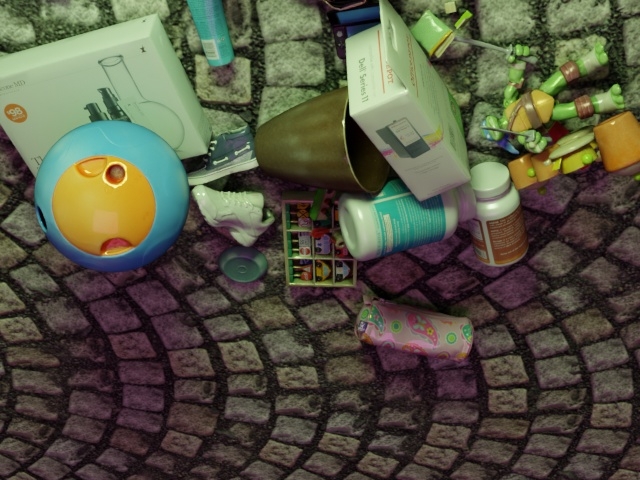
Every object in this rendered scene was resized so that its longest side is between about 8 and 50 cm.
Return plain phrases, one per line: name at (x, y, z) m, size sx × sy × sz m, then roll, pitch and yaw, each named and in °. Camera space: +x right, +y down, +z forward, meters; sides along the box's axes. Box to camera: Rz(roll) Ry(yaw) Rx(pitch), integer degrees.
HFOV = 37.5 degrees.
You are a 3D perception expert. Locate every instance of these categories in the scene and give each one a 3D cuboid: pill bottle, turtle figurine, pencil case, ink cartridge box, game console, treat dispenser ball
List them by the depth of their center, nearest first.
ink cartridge box at (0.147, -0.260, 1.738) m, size 0.119 × 0.207 × 0.353 m, roll -20°, pitch 139°, yaw 23°
game console at (0.081, -0.388, 1.747) m, size 0.122 × 0.071 × 0.107 m, roll -6°, pitch 114°, yaw 10°
turtle figurine at (0.414, -0.272, 1.759) m, size 0.266 × 0.198 × 0.275 m, roll -21°, pitch 132°, yaw 14°
treat dispenser ball at (-0.391, -0.083, 1.782) m, size 0.288 × 0.288 × 0.288 m, roll 1°, pitch 133°, yaw 2°
pill bottle at (0.179, -0.056, 1.918) m, size 0.264 × 0.146 × 0.146 m, roll -14°, pitch 134°, yaw -14°
pill bottle at (0.371, -0.057, 2.008) m, size 0.121 × 0.121 × 0.216 m, roll -10°, pitch 131°, yaw 12°
pencil case at (0.222, 0.210, 2.264) m, size 0.284 × 0.124 × 0.124 m, roll 14°, pitch 132°, yaw -8°

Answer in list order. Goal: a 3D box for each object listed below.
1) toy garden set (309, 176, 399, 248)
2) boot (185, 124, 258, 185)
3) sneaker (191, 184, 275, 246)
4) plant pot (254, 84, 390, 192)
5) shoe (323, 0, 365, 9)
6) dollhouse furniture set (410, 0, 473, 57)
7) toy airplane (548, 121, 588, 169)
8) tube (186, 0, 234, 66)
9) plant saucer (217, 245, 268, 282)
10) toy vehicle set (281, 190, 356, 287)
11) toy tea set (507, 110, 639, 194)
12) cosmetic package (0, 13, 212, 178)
toy garden set at (0.096, -0.045, 2.028) m, size 0.244 × 0.049 × 0.204 m, roll -1°, pitch 135°, yaw -22°
boot at (-0.215, -0.180, 1.974) m, size 0.189 × 0.069 × 0.086 m, roll -16°, pitch 113°, yaw 16°
sneaker at (-0.184, -0.077, 2.035) m, size 0.115 × 0.090 × 0.232 m, roll -36°, pitch 147°, yaw 14°
plant pot at (-0.006, -0.192, 1.869) m, size 0.230 × 0.215 × 0.215 m, roll -4°, pitch 135°, yaw 28°
shoe at (0.000, -0.459, 1.683) m, size 0.177 × 0.081 × 0.064 m, roll 4°, pitch 133°, yaw -1°
dollhouse furniture set at (0.223, -0.404, 1.721) m, size 0.076 × 0.058 × 0.152 m, roll 42°, pitch 121°, yaw 4°
toy airplane at (0.492, -0.181, 1.949) m, size 0.151 × 0.028 × 0.151 m, roll 2°, pitch 131°, yaw 2°
tube at (-0.210, -0.426, 1.751) m, size 0.080 × 0.052 × 0.207 m, roll -10°, pitch 126°, yaw 5°
plant saucer at (-0.183, 0.062, 2.214) m, size 0.119 × 0.021 × 0.119 m, roll 1°, pitch 133°, yaw 1°
toy vehicle set at (0.000, 0.000, 2.137) m, size 0.165 × 0.035 × 0.267 m, roll 0°, pitch 133°, yaw 3°
toy tea set at (0.496, -0.140, 1.807) m, size 0.200 × 0.336 × 0.124 m, roll -28°, pitch 93°, yaw -10°
cosmetic package at (-0.444, -0.265, 1.879) m, size 0.377 × 0.097 × 0.284 m, roll -12°, pitch 129°, yaw 14°
